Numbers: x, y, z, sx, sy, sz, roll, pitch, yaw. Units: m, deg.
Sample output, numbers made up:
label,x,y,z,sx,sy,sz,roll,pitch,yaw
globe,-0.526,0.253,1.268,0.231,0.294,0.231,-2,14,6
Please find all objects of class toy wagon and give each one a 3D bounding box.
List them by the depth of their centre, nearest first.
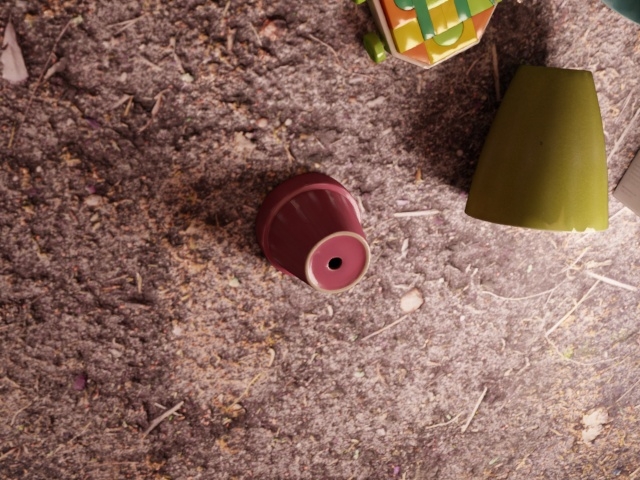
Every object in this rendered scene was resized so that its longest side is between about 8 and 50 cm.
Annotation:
label,x,y,z,sx,sy,sz,roll,pitch,yaw
toy wagon,0.173,-0.471,1.770,0.267,0.068,0.344,-28,125,-7

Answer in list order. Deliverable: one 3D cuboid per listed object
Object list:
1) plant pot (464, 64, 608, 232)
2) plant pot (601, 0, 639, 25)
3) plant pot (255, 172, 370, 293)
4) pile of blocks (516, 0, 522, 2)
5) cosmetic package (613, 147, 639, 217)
label,x,y,z,sx,sy,sz,roll,pitch,yaw
plant pot,0.426,-0.183,1.949,0.275,0.275,0.293,0,101,-23
plant pot,0.637,-0.541,1.813,0.293,0.293,0.235,38,82,-34
plant pot,0.000,0.000,1.889,0.201,0.180,0.201,-11,121,-19
pile of blocks,0.388,-0.588,1.771,0.149,0.112,0.362,-11,121,-18
cosmetic package,0.840,-0.223,2.124,0.230,0.161,0.453,21,108,-21
